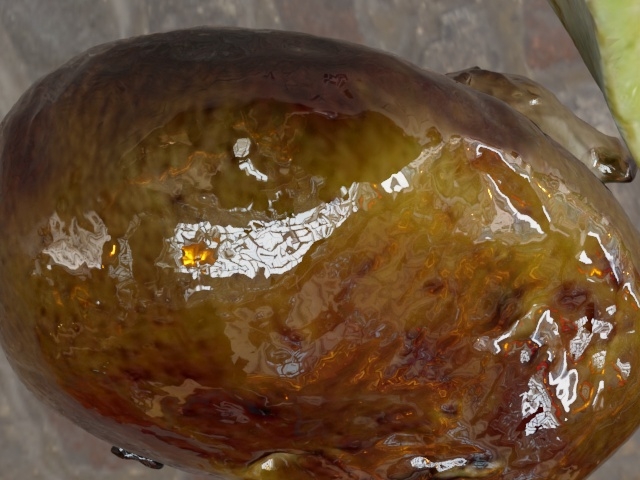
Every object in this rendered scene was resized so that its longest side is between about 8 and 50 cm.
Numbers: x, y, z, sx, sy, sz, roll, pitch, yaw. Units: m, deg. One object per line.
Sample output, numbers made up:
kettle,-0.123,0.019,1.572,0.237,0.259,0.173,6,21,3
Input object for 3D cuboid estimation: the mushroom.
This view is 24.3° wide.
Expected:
mushroom,0.000,0.000,0.746,0.345,0.260,0.345,13,154,6

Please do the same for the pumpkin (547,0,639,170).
pumpkin,0.201,-0.158,0.417,0.332,0.199,0.332,-6,129,-8
